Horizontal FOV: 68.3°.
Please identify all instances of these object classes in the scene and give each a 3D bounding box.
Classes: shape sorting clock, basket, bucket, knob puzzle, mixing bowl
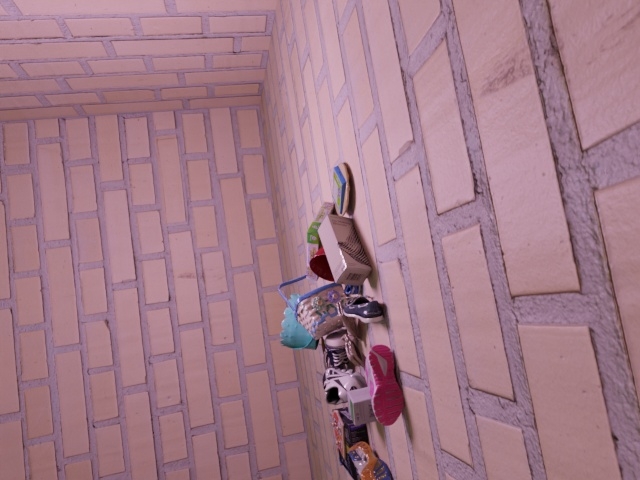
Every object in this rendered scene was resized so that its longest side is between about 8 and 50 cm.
[{"bbox_3d":[0.081,-0.195,1.811,0.206,0.040,0.206,175,90,-81],"label":"shape sorting clock"},{"bbox_3d":[-0.008,0.255,2.022,0.289,0.255,0.201,49,151,35],"label":"basket"},{"bbox_3d":[-0.086,0.422,2.403,0.281,0.183,0.281,10,-90,-83],"label":"bucket"},{"bbox_3d":[0.072,0.850,2.113,0.213,0.030,0.213,173,90,-78],"label":"knob puzzle"},{"bbox_3d":[0.055,0.075,1.862,0.181,0.182,0.098,99,-173,-52],"label":"mixing bowl"}]

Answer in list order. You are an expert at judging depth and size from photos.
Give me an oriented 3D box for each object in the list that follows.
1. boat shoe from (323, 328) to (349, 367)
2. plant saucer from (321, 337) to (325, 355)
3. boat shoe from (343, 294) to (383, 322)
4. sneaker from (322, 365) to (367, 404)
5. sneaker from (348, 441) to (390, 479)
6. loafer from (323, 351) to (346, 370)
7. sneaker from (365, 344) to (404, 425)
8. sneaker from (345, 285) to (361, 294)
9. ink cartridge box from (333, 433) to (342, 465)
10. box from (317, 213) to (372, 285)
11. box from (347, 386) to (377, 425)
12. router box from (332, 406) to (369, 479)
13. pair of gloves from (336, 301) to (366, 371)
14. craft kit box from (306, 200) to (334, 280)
[{"bbox_3d":[0.089,0.473,2.032,0.340,0.127,0.158,126,130,-83],"label":"boat shoe"},{"bbox_3d":[0.039,0.553,2.450,0.200,0.037,0.199,172,90,-78],"label":"plant saucer"},{"bbox_3d":[0.142,0.234,1.663,0.254,0.095,0.079,179,82,-76],"label":"boat shoe"},{"bbox_3d":[0.057,0.616,1.977,0.122,0.146,0.330,54,154,1],"label":"sneaker"},{"bbox_3d":[0.208,0.900,1.801,0.296,0.112,0.130,-139,26,-74],"label":"sneaker"},{"bbox_3d":[0.087,0.618,2.175,0.087,0.094,0.251,115,136,-61],"label":"loafer"},{"bbox_3d":[0.204,0.472,1.547,0.111,0.103,0.252,111,156,-73],"label":"sneaker"},{"bbox_3d":[0.123,0.145,1.780,0.053,0.059,0.144,-121,29,-65],"label":"sneaker"},{"bbox_3d":[0.111,1.004,2.328,0.104,0.062,0.181,103,157,-57],"label":"ink cartridge box"},{"bbox_3d":[0.085,0.032,1.724,0.094,0.113,0.275,-60,35,36],"label":"box"},{"bbox_3d":[0.162,0.626,1.787,0.087,0.102,0.101,-133,36,-73],"label":"box"},{"bbox_3d":[0.139,0.897,2.096,0.309,0.081,0.242,146,116,-76],"label":"router box"},{"bbox_3d":[0.117,0.374,1.795,0.204,0.042,0.240,54,-164,-48],"label":"pair of gloves"},{"bbox_3d":[0.000,0.000,2.003,0.250,0.061,0.246,-64,-22,-51],"label":"craft kit box"}]
